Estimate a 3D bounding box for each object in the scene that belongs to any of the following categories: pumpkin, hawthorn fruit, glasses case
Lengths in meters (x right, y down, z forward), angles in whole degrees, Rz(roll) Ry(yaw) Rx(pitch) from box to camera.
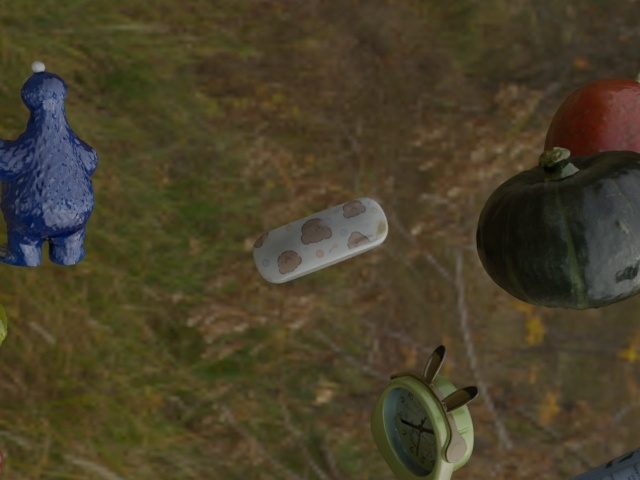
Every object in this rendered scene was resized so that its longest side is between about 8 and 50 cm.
[{"bbox_3d":[0.206,-0.011,1.092,0.167,0.167,0.125,-31,129,-62],"label":"pumpkin"},{"bbox_3d":[0.319,-0.134,1.405,0.165,0.165,0.285,52,54,-57],"label":"hawthorn fruit"},{"bbox_3d":[0.000,0.000,1.631,0.041,0.164,0.063,72,-2,-78],"label":"glasses case"}]

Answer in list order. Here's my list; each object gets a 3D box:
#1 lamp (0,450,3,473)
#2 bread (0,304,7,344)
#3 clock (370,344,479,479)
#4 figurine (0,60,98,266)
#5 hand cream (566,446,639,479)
[{"bbox_3d":[-0.549,0.354,2.177,0.092,0.107,0.108,33,62,-49],"label":"lamp"},{"bbox_3d":[-0.440,0.114,1.609,0.114,0.129,0.111,-55,-159,30],"label":"bread"},{"bbox_3d":[0.157,0.261,1.989,0.069,0.170,0.232,-14,142,-29],"label":"clock"},{"bbox_3d":[-0.344,-0.088,1.732,0.164,0.120,0.262,-26,121,-35],"label":"figurine"},{"bbox_3d":[0.364,0.271,1.572,0.091,0.271,0.058,56,14,-15],"label":"hand cream"}]
